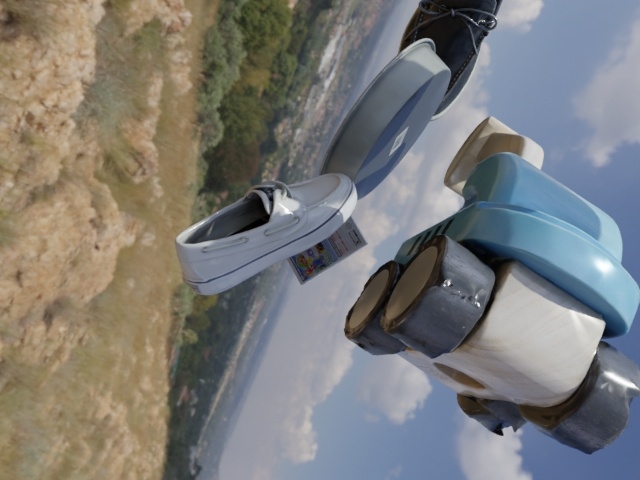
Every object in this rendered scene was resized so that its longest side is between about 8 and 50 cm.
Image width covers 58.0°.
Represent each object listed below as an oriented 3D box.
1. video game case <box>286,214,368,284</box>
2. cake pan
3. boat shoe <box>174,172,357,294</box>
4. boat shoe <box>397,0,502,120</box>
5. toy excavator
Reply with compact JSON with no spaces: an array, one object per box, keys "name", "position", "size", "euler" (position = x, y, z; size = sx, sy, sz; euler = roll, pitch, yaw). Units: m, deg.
[{"name":"video game case","position":[0.000,0.000,0.873],"size":[0.122,0.087,0.011],"euler":[-33,169,15]},{"name":"cake pan","position":[0.107,-0.177,0.922],"size":[0.293,0.054,0.293],"euler":[-48,168,-13]},{"name":"boat shoe","position":[-0.066,-0.033,0.751],"size":[0.267,0.096,0.088],"euler":[-28,132,-19]},{"name":"boat shoe","position":[0.301,-0.507,1.272],"size":[0.501,0.186,0.156],"euler":[-65,174,10]},{"name":"toy excavator","position":[0.227,-0.014,0.718],"size":[0.445,0.222,0.433],"euler":[-58,-175,-16]}]
